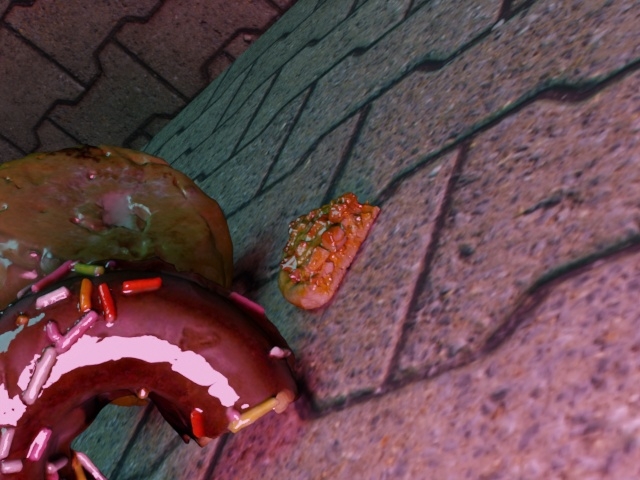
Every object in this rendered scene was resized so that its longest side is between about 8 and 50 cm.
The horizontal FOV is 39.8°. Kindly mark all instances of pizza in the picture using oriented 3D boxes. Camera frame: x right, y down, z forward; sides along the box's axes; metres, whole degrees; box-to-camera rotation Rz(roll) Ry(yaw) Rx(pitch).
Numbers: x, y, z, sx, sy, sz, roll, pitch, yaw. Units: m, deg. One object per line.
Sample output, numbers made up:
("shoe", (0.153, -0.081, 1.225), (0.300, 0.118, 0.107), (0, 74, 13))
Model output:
("pizza", (-0.001, 0.000, 0.927), (0.134, 0.046, 0.175), (-49, 18, 5))

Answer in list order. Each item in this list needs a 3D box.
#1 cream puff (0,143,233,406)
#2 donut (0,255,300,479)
("cream puff", (-0.277, 0.052, 1.089), (0.291, 0.324, 0.257), (-71, -4, -59))
("donut", (-0.197, 0.160, 0.754), (0.345, 0.259, 0.136), (-52, 11, -8))
